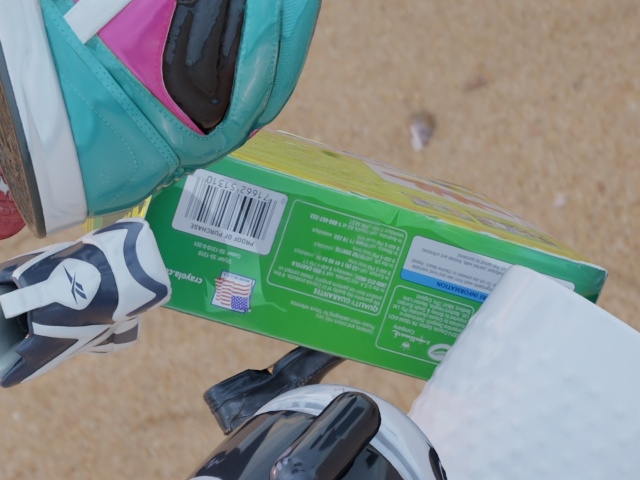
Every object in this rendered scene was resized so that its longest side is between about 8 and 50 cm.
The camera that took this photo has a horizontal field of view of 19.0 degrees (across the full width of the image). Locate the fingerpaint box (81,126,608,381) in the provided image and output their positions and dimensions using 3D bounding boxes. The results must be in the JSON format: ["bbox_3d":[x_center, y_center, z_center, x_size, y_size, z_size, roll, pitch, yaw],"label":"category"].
[{"bbox_3d":[0.000,0.000,1.902,0.371,0.445,0.163,-137,65,-70],"label":"fingerpaint box"}]

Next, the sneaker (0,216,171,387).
[{"bbox_3d":[-0.213,0.056,1.456,0.153,0.235,0.094,-18,89,-21],"label":"sneaker"}]

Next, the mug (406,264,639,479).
[{"bbox_3d":[0.214,0.255,1.580,0.374,0.276,0.328,34,87,25],"label":"mug"}]

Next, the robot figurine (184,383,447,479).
[{"bbox_3d":[-0.024,0.217,1.298,0.209,0.173,0.278,-22,15,42],"label":"robot figurine"}]

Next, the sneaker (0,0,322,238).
[{"bbox_3d":[-0.079,-0.157,0.875,0.178,0.295,0.124,-17,28,-17],"label":"sneaker"}]

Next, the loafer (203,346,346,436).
[{"bbox_3d":[-0.026,0.140,1.854,0.170,0.062,0.061,-25,81,0],"label":"loafer"}]

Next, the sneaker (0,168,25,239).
[{"bbox_3d":[-0.264,-0.093,1.367,0.093,0.088,0.225,-39,62,26],"label":"sneaker"}]
